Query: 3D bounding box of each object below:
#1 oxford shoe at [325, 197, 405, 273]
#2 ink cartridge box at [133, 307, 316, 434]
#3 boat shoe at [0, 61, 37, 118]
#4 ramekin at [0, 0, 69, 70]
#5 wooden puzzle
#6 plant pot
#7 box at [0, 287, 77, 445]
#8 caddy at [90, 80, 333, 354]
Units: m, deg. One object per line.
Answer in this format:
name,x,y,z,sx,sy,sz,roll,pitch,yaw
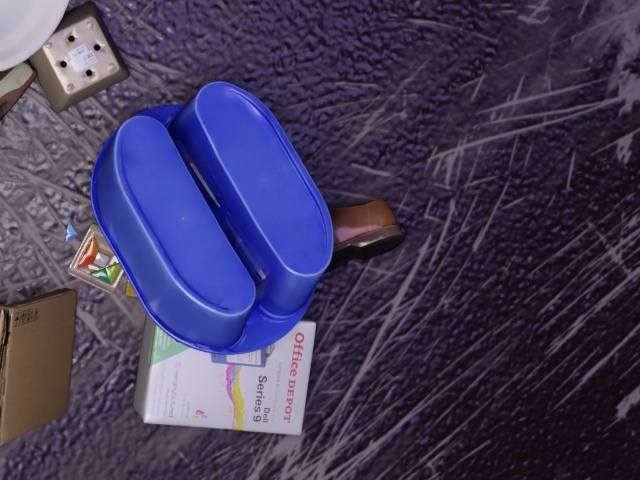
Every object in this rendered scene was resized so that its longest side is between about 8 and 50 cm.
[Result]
oxford shoe,0.000,0.000,1.865,0.212,0.076,0.076,-18,70,-9
ink cartridge box,-0.124,0.163,1.828,0.212,0.093,0.154,8,94,-17
boat shoe,-0.432,-0.151,1.654,0.095,0.257,0.095,40,123,-12
ramekin,-0.426,-0.335,1.613,0.277,0.135,0.277,-18,113,-49
wooden puzzle,-0.280,0.024,1.811,0.116,0.014,0.079,20,91,-16
plant pot,-0.301,-0.228,1.735,0.109,0.096,0.109,-28,102,-10
box,-0.350,0.151,1.717,0.021,0.201,0.164,7,96,11
caddy,-0.137,-0.026,1.744,0.241,0.179,0.341,-26,81,-22
